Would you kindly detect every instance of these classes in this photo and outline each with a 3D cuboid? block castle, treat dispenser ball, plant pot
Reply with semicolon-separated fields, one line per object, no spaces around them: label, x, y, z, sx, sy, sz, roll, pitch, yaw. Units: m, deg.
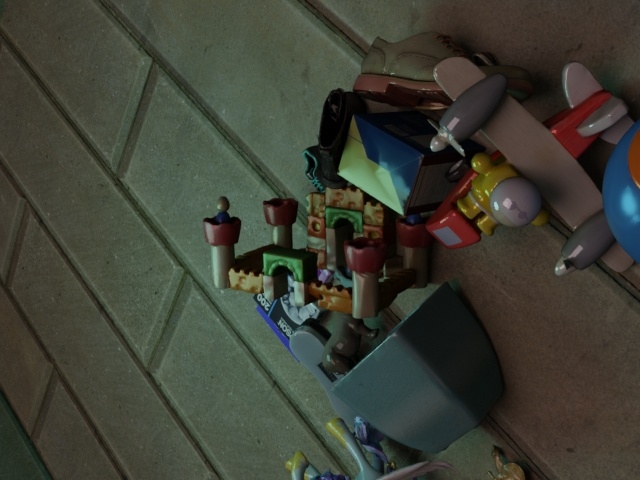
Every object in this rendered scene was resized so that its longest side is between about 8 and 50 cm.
block castle;0.000;0.000;1.905;0.454;0.303;0.212;9;108;34
treat dispenser ball;0.581;-0.076;1.334;0.288;0.288;0.288;11;106;44
plant pot;0.228;0.286;1.814;0.252;0.248;0.247;46;130;7

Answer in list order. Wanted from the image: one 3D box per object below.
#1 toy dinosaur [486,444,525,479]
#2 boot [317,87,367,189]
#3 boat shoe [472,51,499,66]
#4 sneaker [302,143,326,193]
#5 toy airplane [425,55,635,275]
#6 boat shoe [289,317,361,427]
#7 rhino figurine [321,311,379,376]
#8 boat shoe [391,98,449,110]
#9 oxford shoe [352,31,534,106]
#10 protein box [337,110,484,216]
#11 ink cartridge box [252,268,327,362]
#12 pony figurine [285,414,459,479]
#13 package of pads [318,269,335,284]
toy dinosaur;0.401;0.507;1.804;0.183;0.053;0.092;40;123;33
boot;0.046;-0.253;1.857;0.091;0.229;0.262;6;67;8
boat shoe;0.342;-0.311;1.708;0.049;0.043;0.137;-38;72;41
sneaker;-0.005;-0.149;2.071;0.065;0.076;0.166;-17;86;47
toy airplane;0.374;-0.120;1.522;0.386;0.272;0.384;9;123;15
boat shoe;0.048;0.318;2.090;0.306;0.105;0.113;47;120;-2
rhino figurine;0.079;0.202;2.002;0.106;0.073;0.243;17;74;10
boat shoe;0.214;-0.304;1.825;0.178;0.064;0.060;17;112;45
oxford shoe;0.234;-0.339;1.692;0.397;0.140;0.146;12;87;38
protein box;0.184;-0.164;1.784;0.200;0.201;0.135;36;122;35
ink cartridge box;-0.089;0.179;2.247;0.206;0.045;0.208;47;129;28
pony figurine;0.109;0.550;1.902;0.363;0.351;0.302;-119;10;-52
package of pads;0.002;0.066;2.139;0.083;0.032;0.050;54;129;24
